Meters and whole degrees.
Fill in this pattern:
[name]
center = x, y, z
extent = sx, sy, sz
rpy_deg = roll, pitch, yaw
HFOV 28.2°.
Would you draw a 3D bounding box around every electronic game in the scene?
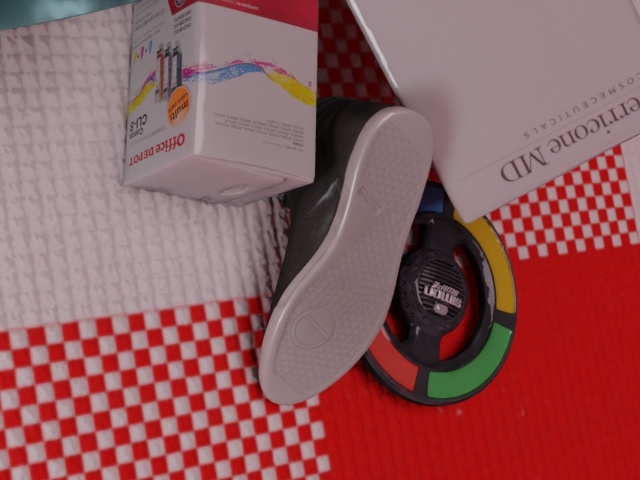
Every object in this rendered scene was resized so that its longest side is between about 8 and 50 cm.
[electronic game]
center = 0.111, 0.052, 1.283
extent = 0.229, 0.048, 0.229
rpy_deg = 8, 76, -35

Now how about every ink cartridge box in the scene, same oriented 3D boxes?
[ink cartridge box]
center = -0.087, -0.131, 1.125
extent = 0.127, 0.128, 0.176
rpy_deg = 9, 75, -34

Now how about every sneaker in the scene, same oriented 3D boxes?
[sneaker]
center = 0.000, 0.000, 1.186
extent = 0.104, 0.147, 0.296
rpy_deg = 14, 103, -31

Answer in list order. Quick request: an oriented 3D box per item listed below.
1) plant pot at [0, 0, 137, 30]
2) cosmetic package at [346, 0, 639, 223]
[plant pot]
center = -0.258, -0.280, 0.911
extent = 0.293, 0.293, 0.235
rpy_deg = -15, 98, -37
[cosmetic package]
center = 0.124, -0.273, 1.183
extent = 0.230, 0.161, 0.453
rpy_deg = -28, 100, 7
